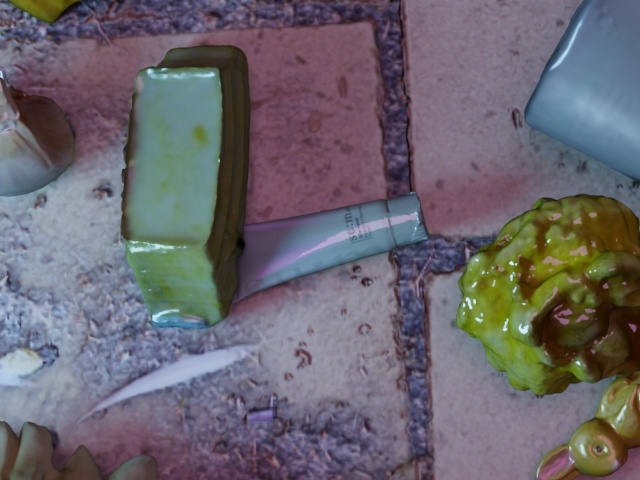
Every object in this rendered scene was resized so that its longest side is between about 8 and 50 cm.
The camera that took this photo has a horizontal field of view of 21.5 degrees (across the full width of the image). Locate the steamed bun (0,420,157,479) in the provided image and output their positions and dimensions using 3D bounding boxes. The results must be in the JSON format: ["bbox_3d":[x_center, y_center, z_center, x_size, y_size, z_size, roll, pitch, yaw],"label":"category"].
[{"bbox_3d":[-0.253,0.299,1.488,0.428,0.189,0.247,30,109,7],"label":"steamed bun"}]

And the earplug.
[{"bbox_3d":[0.420,-0.150,1.512,0.394,0.312,0.313,30,79,2],"label":"earplug"}]

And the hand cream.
[{"bbox_3d":[0.000,0.000,1.601,0.205,0.050,0.078,-14,76,3],"label":"hand cream"}]

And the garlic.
[{"bbox_3d":[-0.326,-0.097,1.601,0.174,0.099,0.124,-13,98,1],"label":"garlic"}]

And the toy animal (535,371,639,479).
[{"bbox_3d":[0.271,0.184,1.559,0.159,0.070,0.083,-41,115,-4],"label":"toy animal"}]

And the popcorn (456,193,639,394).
[{"bbox_3d":[0.222,0.056,1.523,0.197,0.197,0.155,-16,49,-4],"label":"popcorn"}]

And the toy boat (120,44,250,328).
[{"bbox_3d":[-0.127,-0.058,1.586,0.111,0.084,0.276,0,79,19],"label":"toy boat"}]

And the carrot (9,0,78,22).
[{"bbox_3d":[-0.240,-0.406,1.589,0.241,0.241,0.341,9,77,1],"label":"carrot"}]
